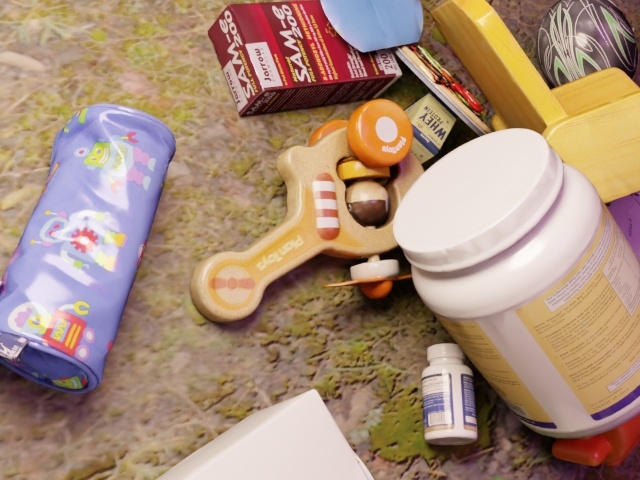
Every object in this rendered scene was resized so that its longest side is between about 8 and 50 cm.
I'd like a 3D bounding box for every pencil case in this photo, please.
[{"bbox_3d":[-0.247,0.002,0.887,0.133,0.119,0.306,20,60,-13],"label":"pencil case"}]

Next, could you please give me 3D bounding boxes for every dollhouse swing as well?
[{"bbox_3d":[0.361,-0.241,1.186,0.315,0.347,0.305,-21,100,4],"label":"dollhouse swing"}]

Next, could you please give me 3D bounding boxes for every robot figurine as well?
[{"bbox_3d":[0.399,0.220,1.204,0.158,0.128,0.219,46,51,14],"label":"robot figurine"}]

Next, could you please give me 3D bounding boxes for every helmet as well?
[{"bbox_3d":[0.439,-0.321,1.441,0.161,0.169,0.169,21,59,-43],"label":"helmet"}]

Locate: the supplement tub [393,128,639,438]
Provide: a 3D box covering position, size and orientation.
[{"bbox_3d":[0.261,0.054,1.055,0.331,0.241,0.241,51,51,-25],"label":"supplement tub"}]

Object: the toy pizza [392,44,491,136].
[{"bbox_3d":[0.182,-0.221,1.242,0.201,0.032,0.201,41,15,-14],"label":"toy pizza"}]

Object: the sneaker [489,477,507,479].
[{"bbox_3d":[0.308,0.391,1.107,0.295,0.109,0.123,37,32,-12],"label":"sneaker"}]

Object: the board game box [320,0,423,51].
[{"bbox_3d":[0.064,-0.319,1.190,0.169,0.033,0.133,-19,85,-33],"label":"board game box"}]

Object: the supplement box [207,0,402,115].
[{"bbox_3d":[-0.018,-0.252,1.172,0.239,0.073,0.130,-15,78,-36],"label":"supplement box"}]

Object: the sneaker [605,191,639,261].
[{"bbox_3d":[0.435,-0.045,1.334,0.210,0.137,0.366,22,63,-27],"label":"sneaker"}]

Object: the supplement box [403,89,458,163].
[{"bbox_3d":[0.135,-0.151,1.220,0.056,0.083,0.083,41,55,-13],"label":"supplement box"}]

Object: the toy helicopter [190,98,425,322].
[{"bbox_3d":[0.000,0.000,1.067,0.355,0.140,0.235,-35,100,-27],"label":"toy helicopter"}]

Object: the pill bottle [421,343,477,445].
[{"bbox_3d":[0.163,0.196,1.101,0.067,0.067,0.120,13,64,-28],"label":"pill bottle"}]

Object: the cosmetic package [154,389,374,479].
[{"bbox_3d":[-0.116,0.330,0.812,0.385,0.156,0.217,-27,86,-39],"label":"cosmetic package"}]
